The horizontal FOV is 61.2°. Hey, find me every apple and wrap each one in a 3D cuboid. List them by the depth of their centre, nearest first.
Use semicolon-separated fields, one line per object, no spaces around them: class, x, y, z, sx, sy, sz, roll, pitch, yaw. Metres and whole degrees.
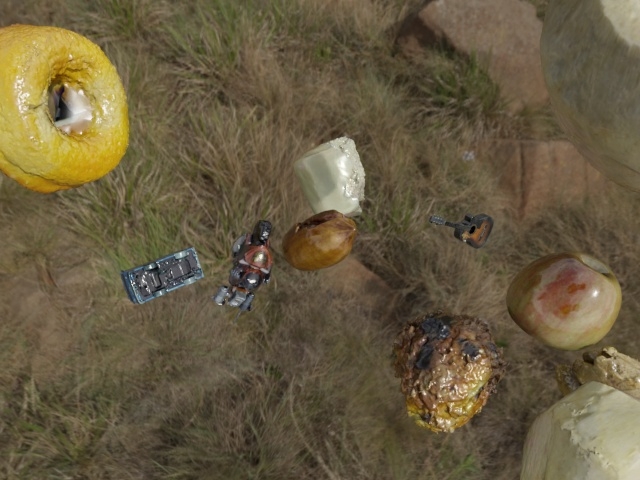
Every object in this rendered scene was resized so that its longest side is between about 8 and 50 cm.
apple;0.612;0.144;1.363;0.257;0.233;0.256;17;29;-10

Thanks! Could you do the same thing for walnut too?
walnut;0.000;0.000;1.049;0.116;0.207;0.115;10;72;-33

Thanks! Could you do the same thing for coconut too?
coconut;0.380;-0.185;0.524;0.329;0.328;0.328;3;64;-7
coconut;0.366;0.302;0.656;0.260;0.259;0.259;3;64;-7

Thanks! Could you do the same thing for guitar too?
guitar;0.336;-0.034;1.300;0.234;0.088;0.025;10;18;-40

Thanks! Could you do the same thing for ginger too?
ginger;0.682;0.421;1.326;0.237;0.375;0.166;18;28;18

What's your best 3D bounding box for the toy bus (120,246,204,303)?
toy bus;-0.399;0.088;1.349;0.185;0.106;0.089;-24;101;-41

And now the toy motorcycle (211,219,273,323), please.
toy motorcycle;-0.244;0.125;1.699;0.134;0.401;0.207;18;41;-23

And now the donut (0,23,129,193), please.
donut;-0.397;-0.197;0.817;0.119;0.253;0.253;4;61;22

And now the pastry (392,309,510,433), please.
pastry;0.395;0.377;1.680;0.338;0.405;0.292;-33;110;15

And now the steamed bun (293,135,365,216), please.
steamed bun;0.053;-0.166;1.508;0.200;0.170;0.225;-27;96;-34
